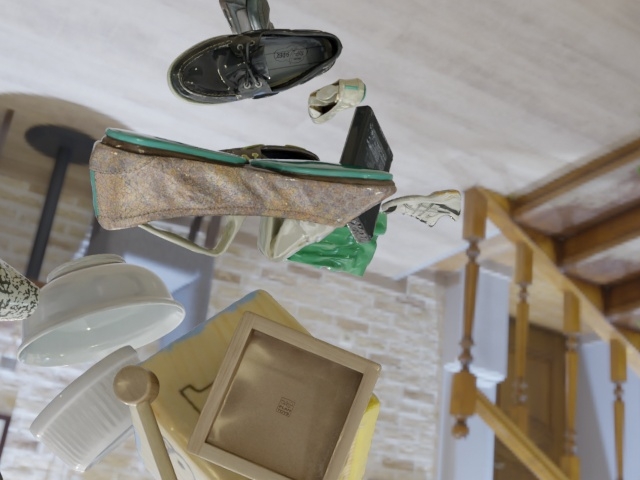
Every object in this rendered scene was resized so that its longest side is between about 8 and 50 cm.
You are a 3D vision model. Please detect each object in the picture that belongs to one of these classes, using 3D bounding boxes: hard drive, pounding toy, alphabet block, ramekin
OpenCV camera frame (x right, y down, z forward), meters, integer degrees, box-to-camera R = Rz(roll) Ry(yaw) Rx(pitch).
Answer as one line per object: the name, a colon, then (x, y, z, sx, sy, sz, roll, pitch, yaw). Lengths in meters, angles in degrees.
hard drive: (0.051, -0.078, 0.989, 0.022, 0.135, 0.094, -2, 142, 26)
pounding toy: (-0.075, 0.157, 0.739, 0.206, 0.181, 0.094, 21, 171, 5)
alphabet block: (-0.075, 0.209, 0.922, 0.197, 0.193, 0.192, 40, 148, 28)
ramekin: (-0.353, 0.278, 1.361, 0.109, 0.207, 0.207, 47, 156, 6)

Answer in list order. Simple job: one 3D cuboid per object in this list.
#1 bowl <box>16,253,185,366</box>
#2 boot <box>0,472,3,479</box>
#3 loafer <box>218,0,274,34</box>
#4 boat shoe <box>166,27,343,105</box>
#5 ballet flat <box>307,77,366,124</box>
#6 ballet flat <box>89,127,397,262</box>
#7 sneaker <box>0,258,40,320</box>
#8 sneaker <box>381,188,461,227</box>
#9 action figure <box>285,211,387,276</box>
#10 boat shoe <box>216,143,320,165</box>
bowl: (-0.401, 0.113, 1.496, 0.297, 0.134, 0.298, -17, 162, -6)
boot: (-0.621, 0.429, 0.969, 0.445, 0.146, 0.367, -9, 137, -52)
loafer: (-0.136, -0.401, 1.678, 0.084, 0.096, 0.268, 5, 150, 10)
boat shoe: (-0.107, -0.323, 1.527, 0.340, 0.127, 0.113, -11, -174, -28)
ballet flat: (0.009, -0.218, 1.286, 0.052, 0.057, 0.168, 2, 172, -27)
ballet flat: (-0.071, -0.036, 0.816, 0.315, 0.106, 0.107, 6, -171, -27)
sneaker: (-0.510, 0.030, 1.071, 0.410, 0.158, 0.182, 25, -178, 36)
sneaker: (0.105, -0.030, 0.869, 0.083, 0.037, 0.032, -7, -172, 3)
action figure: (0.000, 0.000, 1.477, 0.232, 0.137, 0.063, 2, -155, -37)
boat shoe: (-0.090, -0.095, 1.148, 0.068, 0.081, 0.227, -25, 173, 38)
